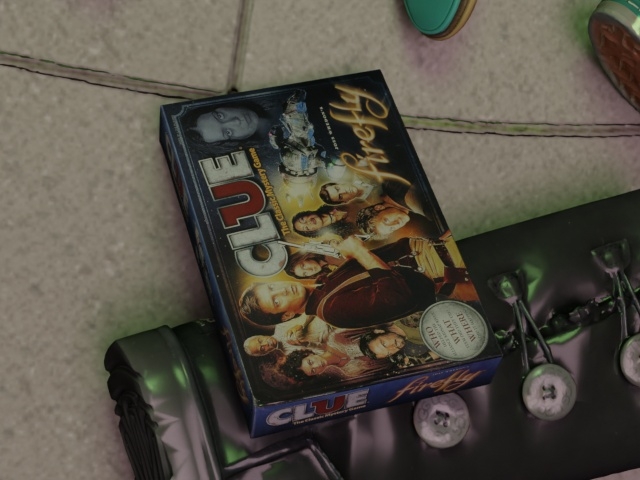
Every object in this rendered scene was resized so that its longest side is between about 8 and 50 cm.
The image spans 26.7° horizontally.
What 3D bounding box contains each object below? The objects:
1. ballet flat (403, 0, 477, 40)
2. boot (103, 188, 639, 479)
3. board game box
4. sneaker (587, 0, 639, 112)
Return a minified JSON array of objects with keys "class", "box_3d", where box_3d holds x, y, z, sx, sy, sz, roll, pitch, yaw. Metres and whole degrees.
[{"class":"ballet flat","box_3d":[0.097,-0.260,0.954,0.073,0.080,0.232,-17,109,-45]},{"class":"boot","box_3d":[0.107,0.181,0.973,0.445,0.146,0.367,-15,97,-22]},{"class":"board game box","box_3d":[0.000,0.000,0.900,0.165,0.042,0.243,-11,58,-15]},{"class":"sneaker","box_3d":[0.330,-0.119,1.036,0.302,0.108,0.121,35,87,-28]}]
